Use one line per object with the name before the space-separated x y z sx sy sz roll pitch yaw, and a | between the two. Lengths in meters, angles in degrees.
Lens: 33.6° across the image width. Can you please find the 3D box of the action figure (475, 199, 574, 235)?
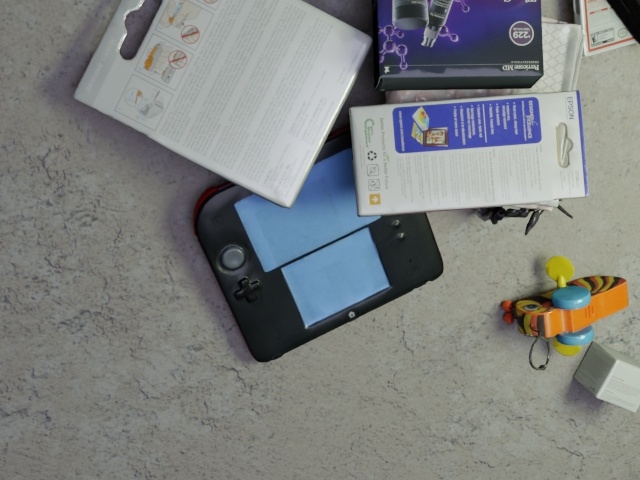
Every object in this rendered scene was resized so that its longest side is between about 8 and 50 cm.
action figure | 0.315 -0.114 1.853 0.275 0.141 0.164 24 92 -1

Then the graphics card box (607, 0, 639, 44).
graphics card box | 0.644 -0.526 1.816 0.371 0.094 0.233 -48 119 -4

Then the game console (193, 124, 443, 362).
game console | 0.000 0.000 1.844 0.386 0.060 0.342 -25 111 -7

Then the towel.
towel | 0.264 -0.230 1.765 0.317 0.053 0.332 9 86 0

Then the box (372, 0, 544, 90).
box | 0.216 -0.339 1.697 0.261 0.103 0.184 -2 88 -2

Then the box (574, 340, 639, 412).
box | 0.572 0.265 2.065 0.101 0.102 0.087 22 101 -20

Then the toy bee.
toy bee | 0.429 0.123 1.972 0.298 0.162 0.195 1 99 -42

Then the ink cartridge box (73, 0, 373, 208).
ink cartridge box | -0.152 -0.270 1.700 0.385 0.091 0.308 27 90 -4

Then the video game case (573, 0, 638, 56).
video game case | 0.520 -0.481 1.840 0.204 0.025 0.285 -18 111 -22

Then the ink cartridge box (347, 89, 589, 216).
ink cartridge box | 0.235 -0.139 1.701 0.371 0.069 0.176 -4 88 3
